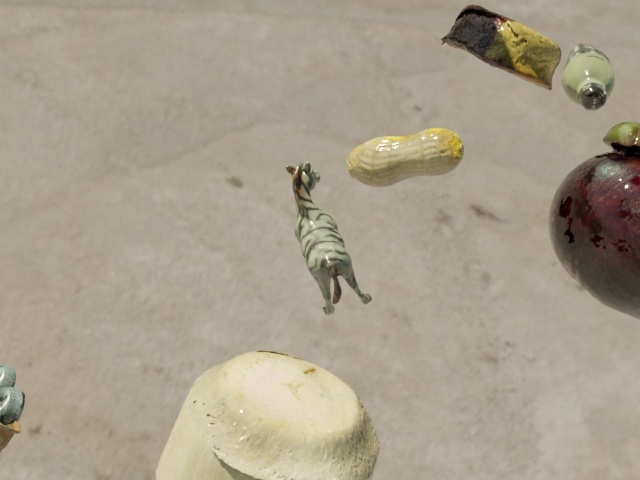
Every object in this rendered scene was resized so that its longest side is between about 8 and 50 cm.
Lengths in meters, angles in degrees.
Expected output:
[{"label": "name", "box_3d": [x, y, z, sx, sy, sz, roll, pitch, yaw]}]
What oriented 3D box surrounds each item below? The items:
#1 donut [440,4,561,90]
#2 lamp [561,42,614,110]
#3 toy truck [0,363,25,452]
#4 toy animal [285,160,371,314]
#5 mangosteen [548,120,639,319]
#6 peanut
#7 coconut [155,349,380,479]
[{"label": "donut", "box_3d": [0.210, -0.221, 1.323, 0.140, 0.059, 0.140, 25, 10, -5]}, {"label": "lamp", "box_3d": [0.502, -0.313, 2.192, 0.101, 0.101, 0.250, 24, 31, -9]}, {"label": "toy truck", "box_3d": [-0.489, 0.184, 1.428, 0.133, 0.184, 0.338, 30, 7, -33]}, {"label": "toy animal", "box_3d": [0.003, 0.005, 1.947, 0.090, 0.170, 0.255, -25, 61, 2]}, {"label": "mangosteen", "box_3d": [0.518, -0.025, 1.827, 0.300, 0.300, 0.300, 18, 39, -15]}, {"label": "peanut", "box_3d": [0.142, -0.139, 1.973, 0.207, 0.087, 0.087, -8, 32, 20]}, {"label": "coconut", "box_3d": [-0.061, 0.236, 1.150, 0.224, 0.234, 0.224, 17, 31, -10]}]
